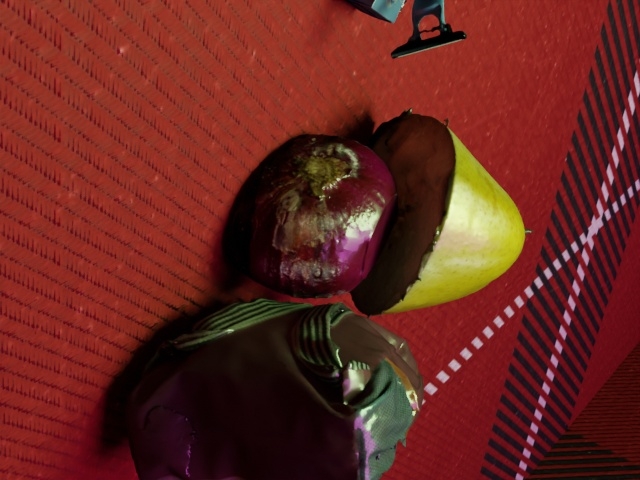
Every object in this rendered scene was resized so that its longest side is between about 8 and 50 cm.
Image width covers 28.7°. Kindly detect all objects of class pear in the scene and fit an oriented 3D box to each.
[{"bbox_3d":[0.145,-0.008,1.454,0.178,0.267,0.267,21,97,-23],"label":"pear"}]

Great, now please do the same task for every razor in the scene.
[{"bbox_3d":[0.130,-0.285,1.338,0.042,0.082,0.253,60,31,-33],"label":"razor"}]

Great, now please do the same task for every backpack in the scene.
[{"bbox_3d":[-0.019,0.154,1.327,0.317,0.283,0.197,-33,124,-63],"label":"backpack"}]

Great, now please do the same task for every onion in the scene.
[{"bbox_3d":[0.000,0.000,1.376,0.195,0.140,0.218,-54,158,-36],"label":"onion"}]

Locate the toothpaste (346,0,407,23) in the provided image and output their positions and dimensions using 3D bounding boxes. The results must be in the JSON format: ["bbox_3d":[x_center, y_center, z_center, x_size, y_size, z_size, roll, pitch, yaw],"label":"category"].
[{"bbox_3d":[0.102,-0.364,1.301,0.066,0.053,0.272,15,101,-61],"label":"toothpaste"}]
